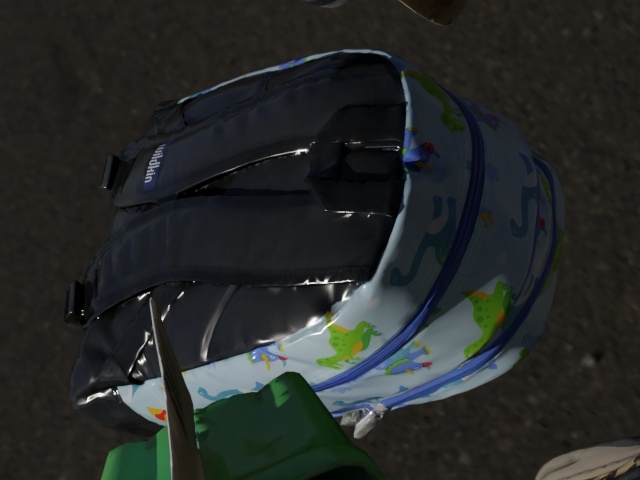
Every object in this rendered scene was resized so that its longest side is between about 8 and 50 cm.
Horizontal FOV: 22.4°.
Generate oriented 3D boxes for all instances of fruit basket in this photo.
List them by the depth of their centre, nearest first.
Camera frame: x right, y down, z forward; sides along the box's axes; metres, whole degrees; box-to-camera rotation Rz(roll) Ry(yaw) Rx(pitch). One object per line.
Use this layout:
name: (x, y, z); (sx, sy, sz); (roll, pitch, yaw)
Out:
fruit basket: (-0.008, 0.245, 0.707); (0.165, 0.327, 0.353); (-20, 37, 9)

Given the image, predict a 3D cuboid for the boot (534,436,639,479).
boot: (0.239, 0.261, 1.124); (0.377, 0.138, 0.284); (-25, 29, 53)

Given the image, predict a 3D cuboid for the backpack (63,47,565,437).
backpack: (0.000, 0.000, 1.157); (0.355, 0.273, 0.290); (-34, 38, 58)

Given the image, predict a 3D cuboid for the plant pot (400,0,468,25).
plant pot: (-0.011, -0.181, 0.571); (0.032, 0.236, 0.236); (-36, 43, 17)

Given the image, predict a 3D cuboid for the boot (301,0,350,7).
boot: (0.030, -0.268, 1.220); (0.118, 0.222, 0.338); (-40, 47, 24)
